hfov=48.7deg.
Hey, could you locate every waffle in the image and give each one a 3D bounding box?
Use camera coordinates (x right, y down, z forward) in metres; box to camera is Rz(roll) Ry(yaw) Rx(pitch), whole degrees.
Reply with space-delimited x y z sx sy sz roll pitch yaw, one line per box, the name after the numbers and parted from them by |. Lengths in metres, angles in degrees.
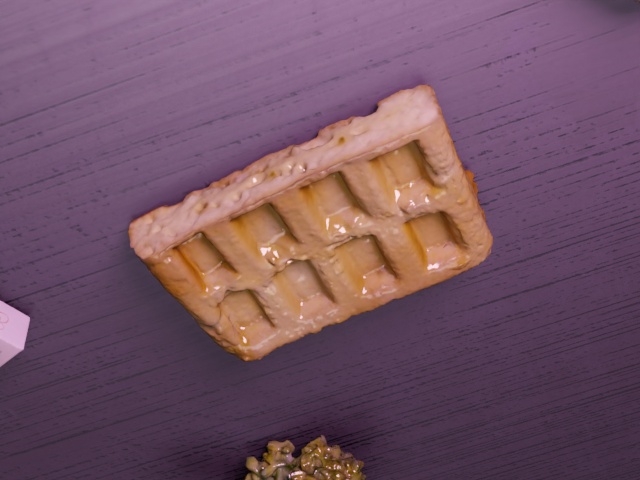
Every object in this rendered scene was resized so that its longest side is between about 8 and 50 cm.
0.000 0.000 0.583 0.274 0.057 0.168 -24 130 8 | waffle

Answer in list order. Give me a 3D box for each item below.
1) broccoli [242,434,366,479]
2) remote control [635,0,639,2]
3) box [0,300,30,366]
-0.021 0.313 0.749 0.273 0.242 0.180 20 102 -33 | broccoli
0.169 -0.218 0.445 0.221 0.042 0.078 18 123 -24 | remote control
-0.340 0.094 0.603 0.152 0.048 0.100 -36 125 16 | box
